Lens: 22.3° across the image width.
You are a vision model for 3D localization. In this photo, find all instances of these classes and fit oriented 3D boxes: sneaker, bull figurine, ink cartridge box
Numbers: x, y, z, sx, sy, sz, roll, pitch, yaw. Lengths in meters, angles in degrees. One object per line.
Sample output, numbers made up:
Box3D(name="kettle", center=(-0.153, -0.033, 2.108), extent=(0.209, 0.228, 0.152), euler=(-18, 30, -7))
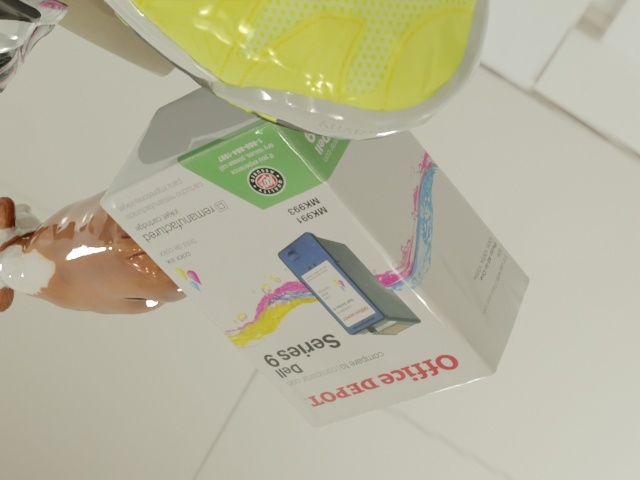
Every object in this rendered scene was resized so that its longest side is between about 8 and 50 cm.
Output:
Box3D(name="sneaker", center=(-0.202, -0.119, 0.953), extent=(0.072, 0.077, 0.178), euler=(30, -169, -4))
Box3D(name="bull figurine", center=(-0.145, 0.002, 1.257), extent=(0.188, 0.310, 0.101), euler=(-12, -83, -31))
Box3D(name="ink cartridge box", center=(0.000, 0.000, 0.975), extent=(0.212, 0.154, 0.093), euler=(48, -136, -24))
Box3D(name="sneaker", center=(-0.055, -0.204, 0.520), extent=(0.145, 0.147, 0.385), euler=(-30, -80, -11))

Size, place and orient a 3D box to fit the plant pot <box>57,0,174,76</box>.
Box3D(name="plant pot", center=(-0.222, -0.299, 1.362), extent=(0.274, 0.256, 0.256), euler=(16, -135, -18))
